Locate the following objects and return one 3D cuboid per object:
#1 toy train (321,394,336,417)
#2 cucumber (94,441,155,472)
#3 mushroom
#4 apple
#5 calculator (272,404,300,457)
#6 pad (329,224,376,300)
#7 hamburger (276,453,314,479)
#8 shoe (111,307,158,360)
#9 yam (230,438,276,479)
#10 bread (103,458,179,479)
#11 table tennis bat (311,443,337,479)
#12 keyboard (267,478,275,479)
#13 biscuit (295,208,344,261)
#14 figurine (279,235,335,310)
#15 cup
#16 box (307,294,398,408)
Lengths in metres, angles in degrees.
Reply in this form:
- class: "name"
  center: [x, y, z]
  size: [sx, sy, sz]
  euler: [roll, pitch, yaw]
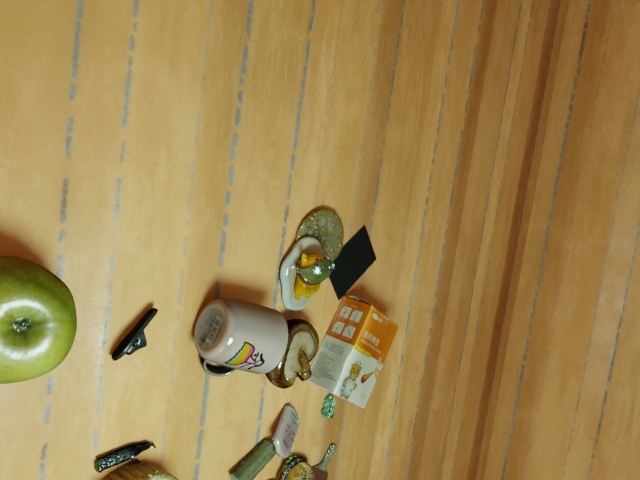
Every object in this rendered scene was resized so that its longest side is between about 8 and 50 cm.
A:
- class: "toy train"
  center: [0.033, 0.612, 1.946]
  size: [0.053, 0.033, 0.083]
  euler: [22, 83, -52]
- class: "cucumber"
  center: [-0.498, 0.553, 1.365]
  size: [0.163, 0.039, 0.043]
  euler: [-9, 128, -43]
- class: "mushroom"
  center: [-0.104, 0.350, 1.675]
  size: [0.231, 0.138, 0.194]
  euler: [-35, 111, -49]
- class: "apple"
  center: [-0.607, 0.161, 1.037]
  size: [0.261, 0.194, 0.261]
  euler: [-7, 100, -40]
- class: "calculator"
  center: [-0.113, 0.632, 1.758]
  size: [0.175, 0.032, 0.100]
  euler: [-67, 143, -48]
- class: "pad"
  center: [0.113, 0.078, 1.915]
  size: [0.245, 0.006, 0.170]
  euler: [-44, 129, -30]
- class: "hamburger"
  center: [-0.081, 0.832, 1.829]
  size: [0.189, 0.093, 0.164]
  euler: [38, 67, -52]
- class: "shoe"
  center: [-0.450, 0.242, 1.320]
  size: [0.053, 0.062, 0.159]
  euler: [47, 61, -29]
- class: "yam"
  center: [-0.215, 0.714, 1.686]
  size: [0.169, 0.068, 0.068]
  euler: [-38, 126, -44]
- class: "bread"
  center: [-0.472, 0.712, 1.354]
  size: [0.274, 0.149, 0.274]
  euler: [-10, 106, -39]
- class: "table tennis bat"
  center: [-0.010, 0.881, 1.982]
  size: [0.246, 0.022, 0.138]
  euler: [-57, 135, -17]
- class: "keyboard"
  center: [-0.220, 0.829, 1.747]
  size: [0.166, 0.017, 0.055]
  euler: [8, 99, -47]
- class: "biscuit"
  center: [-0.001, 0.000, 1.756]
  size: [0.220, 0.033, 0.220]
  euler: [-14, 110, -42]
- class: "figurine"
  center: [-0.024, 0.125, 1.660]
  size: [0.166, 0.141, 0.250]
  euler: [-5, 109, -37]
- class: "cup"
  center: [-0.247, 0.284, 1.478]
  size: [0.200, 0.191, 0.253]
  euler: [25, 114, -44]
- class: "box"
  center: [0.122, 0.398, 1.909]
  size: [0.225, 0.143, 0.341]
  euler: [40, 69, -44]
